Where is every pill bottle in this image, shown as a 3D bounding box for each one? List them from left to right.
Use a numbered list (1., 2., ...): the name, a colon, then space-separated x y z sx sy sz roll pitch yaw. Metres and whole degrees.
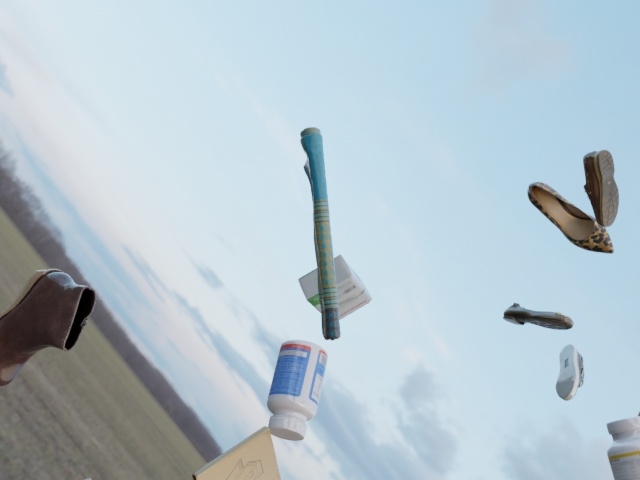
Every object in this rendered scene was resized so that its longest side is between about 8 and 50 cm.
1. pill bottle: -0.061 0.364 1.892 0.124 0.221 0.124 10 -30 6
2. pill bottle: 0.601 0.429 1.465 0.103 0.103 0.184 98 -17 -69

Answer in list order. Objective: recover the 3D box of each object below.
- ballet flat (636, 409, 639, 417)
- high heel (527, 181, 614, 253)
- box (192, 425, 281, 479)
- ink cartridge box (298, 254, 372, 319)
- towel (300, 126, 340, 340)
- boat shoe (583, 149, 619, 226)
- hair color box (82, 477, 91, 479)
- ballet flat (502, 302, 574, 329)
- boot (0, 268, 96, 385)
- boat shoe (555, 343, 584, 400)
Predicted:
1. ballet flat: 0.806 0.460 1.733 0.080 0.073 0.232 10 26 -47
2. high heel: 0.668 -0.060 2.106 0.186 0.093 0.261 26 18 -45
3. box: -0.182 0.531 1.741 0.021 0.201 0.164 20 -51 46
4. ink cartridge box: 0.047 0.148 2.321 0.087 0.153 0.208 63 6 32
5. towel: 0.000 0.000 1.446 0.271 0.040 0.370 87 -3 -82
6. boat shoe: 0.640 -0.119 1.788 0.060 0.064 0.178 5 -72 57
7. hair color box: -0.563 0.579 1.666 0.093 0.167 0.053 47 -41 47
8. ballet flat: 0.607 0.208 2.176 0.084 0.058 0.250 30 -14 -23
9. boot: -0.519 0.173 1.424 0.207 0.248 0.090 14 -12 46
10. boat shoe: 0.773 0.411 2.379 0.070 0.219 0.078 40 -50 -12
